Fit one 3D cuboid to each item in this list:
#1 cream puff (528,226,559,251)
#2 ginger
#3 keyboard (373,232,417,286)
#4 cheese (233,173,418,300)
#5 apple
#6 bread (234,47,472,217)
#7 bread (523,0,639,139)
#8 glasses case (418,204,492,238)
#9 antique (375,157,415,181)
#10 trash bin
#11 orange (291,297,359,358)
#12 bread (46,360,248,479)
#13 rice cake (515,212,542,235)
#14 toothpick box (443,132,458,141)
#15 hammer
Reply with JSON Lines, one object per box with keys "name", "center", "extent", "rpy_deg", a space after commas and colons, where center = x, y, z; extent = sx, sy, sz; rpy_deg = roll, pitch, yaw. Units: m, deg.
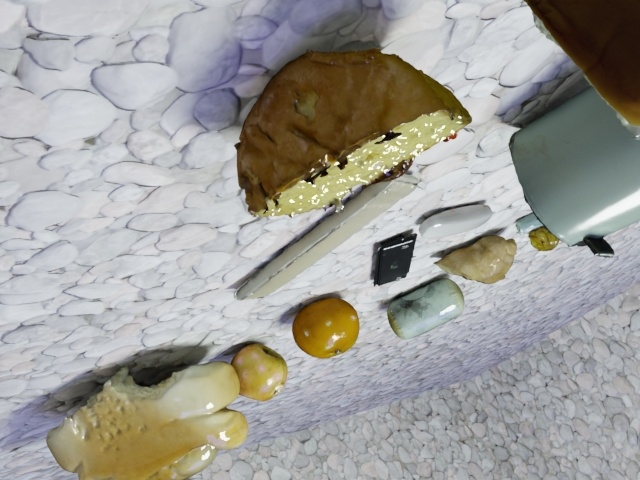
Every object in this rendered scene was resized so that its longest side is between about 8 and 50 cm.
{"name": "cream puff", "center": [0.556, -0.001, 1.724], "extent": [0.083, 0.058, 0.083], "rpy_deg": [-14, 159, -16]}
{"name": "ginger", "center": [0.358, 0.036, 1.591], "extent": [0.193, 0.115, 0.122], "rpy_deg": [1, 128, -32]}
{"name": "keyboard", "center": [0.157, 0.042, 1.472], "extent": [0.094, 0.025, 0.230], "rpy_deg": [-19, 158, -6]}
{"name": "cheese", "center": [0.002, 0.002, 1.210], "extent": [0.400, 0.034, 0.085], "rpy_deg": [-36, 155, 30]}
{"name": "apple", "center": [-0.150, 0.316, 1.650], "extent": [0.147, 0.146, 0.146], "rpy_deg": [-20, 158, -8]}
{"name": "bread", "center": [0.021, -0.131, 0.778], "extent": [0.261, 0.147, 0.160], "rpy_deg": [-31, 167, 35]}
{"name": "bread", "center": [0.351, -0.259, 0.680], "extent": [0.225, 0.250, 0.279], "rpy_deg": [-8, 149, -50]}
{"name": "glasses case", "center": [0.267, -0.037, 1.371], "extent": [0.164, 0.041, 0.063], "rpy_deg": [-12, 158, -27]}
{"name": "antique", "center": [0.075, -0.122, 0.903], "extent": [0.104, 0.104, 0.104], "rpy_deg": [-20, 158, -8]}
{"name": "trash bin", "center": [0.457, -0.138, 1.044], "extent": [0.217, 0.277, 0.263], "rpy_deg": [1, 156, -44]}
{"name": "orange", "center": [0.014, 0.199, 1.564], "extent": [0.156, 0.124, 0.156], "rpy_deg": [-21, 162, -7]}
{"name": "bread", "center": [-0.368, 0.406, 1.500], "extent": [0.424, 0.245, 0.329], "rpy_deg": [-23, 159, 9]}
{"name": "rice cake", "center": [0.532, -0.059, 1.585], "extent": [0.180, 0.042, 0.030], "rpy_deg": [-23, 156, -2]}
{"name": "toothpick box", "center": [0.149, -0.153, 0.973], "extent": [0.083, 0.047, 0.047], "rpy_deg": [-18, 158, -13]}
{"name": "hammer", "center": [0.294, 0.191, 1.868], "extent": [0.202, 0.113, 0.305], "rpy_deg": [-24, 164, 10]}
